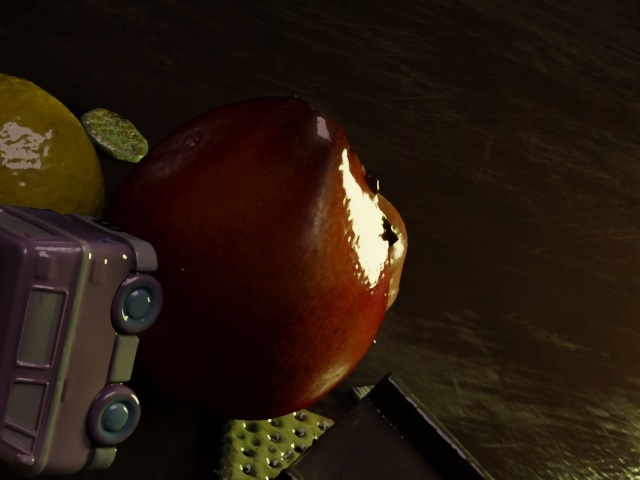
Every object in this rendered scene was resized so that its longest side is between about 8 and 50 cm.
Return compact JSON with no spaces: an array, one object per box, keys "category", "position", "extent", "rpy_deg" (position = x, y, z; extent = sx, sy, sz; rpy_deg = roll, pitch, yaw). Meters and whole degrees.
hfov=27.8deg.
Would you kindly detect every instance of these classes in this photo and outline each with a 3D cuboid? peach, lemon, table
[{"category":"peach","position":[-0.078,0.032,1.145],"extent":[0.258,0.361,0.201],"rpy_deg":[41,58,11]},{"category":"lemon","position":[-0.293,-0.050,1.156],"extent":[0.231,0.192,0.192],"rpy_deg":[43,33,17]},{"category":"table","position":[0.026,0.253,1.059],"extent":[0.172,0.193,0.169],"rpy_deg":[46,39,7]}]

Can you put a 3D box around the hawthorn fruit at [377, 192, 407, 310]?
[{"category":"hawthorn fruit","position":[0.000,0.000,1.393],"extent":[0.179,0.179,0.200],"rpy_deg":[19,28,-27]}]

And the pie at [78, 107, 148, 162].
[{"category":"pie","position":[-0.231,-0.118,1.457],"extent":[0.085,0.017,0.085],"rpy_deg":[26,33,-19]}]

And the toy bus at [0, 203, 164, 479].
[{"category":"toy bus","position":[-0.228,0.081,1.030],"extent":[0.142,0.202,0.142],"rpy_deg":[20,10,42]}]

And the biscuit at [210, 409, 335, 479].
[{"category":"biscuit","position":[-0.037,0.223,1.222],"extent":[0.144,0.016,0.203],"rpy_deg":[27,34,-17]}]

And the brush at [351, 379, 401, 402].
[{"category":"brush","position":[0.139,0.272,1.330],"extent":[0.090,0.017,0.314],"rpy_deg":[-4,52,-46]}]
